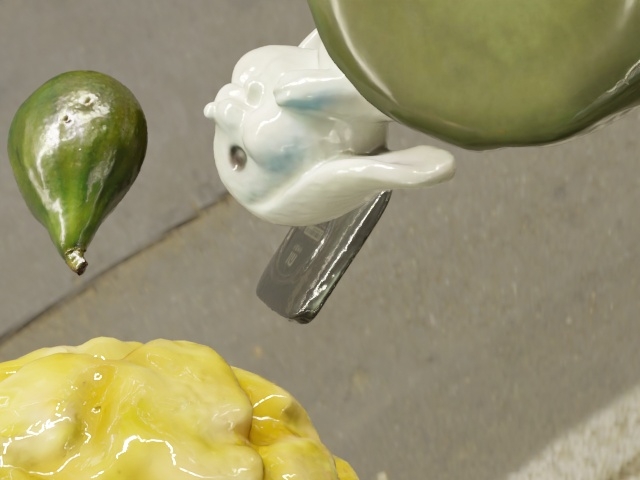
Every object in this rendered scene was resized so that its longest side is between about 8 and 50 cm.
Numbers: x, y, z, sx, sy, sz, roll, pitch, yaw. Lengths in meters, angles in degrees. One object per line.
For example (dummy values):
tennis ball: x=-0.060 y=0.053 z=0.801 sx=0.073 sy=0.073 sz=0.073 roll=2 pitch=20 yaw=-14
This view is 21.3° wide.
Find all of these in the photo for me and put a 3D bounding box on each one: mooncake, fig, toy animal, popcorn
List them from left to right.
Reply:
popcorn: x=-0.155 y=0.232 z=0.950 sx=0.344 sy=0.390 sz=0.354 roll=-4 pitch=21 yaw=-36
fig: x=-0.191 y=-0.050 z=1.303 sx=0.117 sy=0.117 sz=0.177 roll=-2 pitch=45 yaw=7
toy animal: x=0.033 y=-0.141 z=1.582 sx=0.289 sy=0.174 sz=0.249 roll=-14 pitch=46 yaw=39
mooncake: x=0.160 y=-0.234 z=1.285 sx=0.351 sy=0.187 sz=0.351 roll=8 pitch=106 yaw=29

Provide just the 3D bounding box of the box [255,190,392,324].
box: x=0.000 y=0.000 z=1.964 sx=0.042 sy=0.212 sz=0.201 roll=31 pitch=91 yaw=-19
